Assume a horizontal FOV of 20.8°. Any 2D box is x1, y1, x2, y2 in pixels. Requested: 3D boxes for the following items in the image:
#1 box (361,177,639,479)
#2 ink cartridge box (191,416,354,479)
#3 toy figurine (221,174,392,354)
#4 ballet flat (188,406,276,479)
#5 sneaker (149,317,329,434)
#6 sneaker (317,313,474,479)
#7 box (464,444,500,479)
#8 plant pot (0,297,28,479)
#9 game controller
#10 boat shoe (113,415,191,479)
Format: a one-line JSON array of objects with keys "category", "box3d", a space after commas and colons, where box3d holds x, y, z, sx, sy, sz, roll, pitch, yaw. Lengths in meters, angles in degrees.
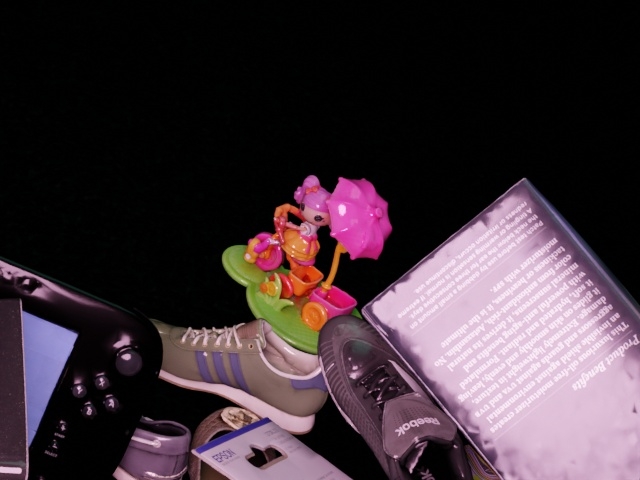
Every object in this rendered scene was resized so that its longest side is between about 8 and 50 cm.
[{"category": "box", "box3d": [0.209, 0.125, 1.492, 0.294, 0.183, 0.296, 52, 4, 9]}, {"category": "ink cartridge box", "box3d": [0.062, 0.279, 1.378, 0.371, 0.069, 0.176, 37, 13, 13]}, {"category": "toy figurine", "box3d": [0.000, 0.000, 1.715, 0.173, 0.159, 0.130, 40, 32, 22]}, {"category": "ballet flat", "box3d": [-0.076, 0.209, 1.427, 0.084, 0.058, 0.250, 23, 30, -4]}, {"category": "sneaker", "box3d": [-0.077, 0.098, 1.571, 0.192, 0.086, 0.064, 25, 29, -4]}, {"category": "sneaker", "box3d": [0.073, 0.156, 1.486, 0.078, 0.106, 0.234, -26, 74, -12]}, {"category": "box", "box3d": [0.153, 0.260, 1.538, 0.059, 0.054, 0.169, -6, 44, -44]}, {"category": "plant pot", "box3d": [-0.302, 0.159, 1.218, 0.167, 0.188, 0.187, 5, 35, -15]}, {"category": "game controller", "box3d": [-0.288, 0.082, 1.353, 0.319, 0.166, 0.067, 23, -4, -11]}, {"category": "boat shoe", "box3d": [-0.190, 0.129, 1.452, 0.206, 0.065, 0.075, 35, 32, 16]}]
